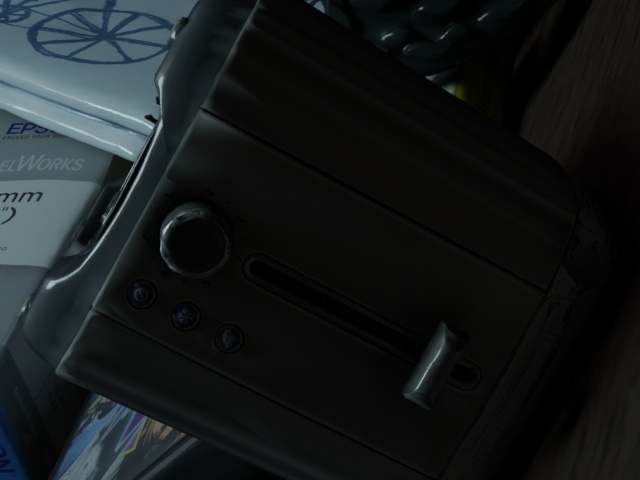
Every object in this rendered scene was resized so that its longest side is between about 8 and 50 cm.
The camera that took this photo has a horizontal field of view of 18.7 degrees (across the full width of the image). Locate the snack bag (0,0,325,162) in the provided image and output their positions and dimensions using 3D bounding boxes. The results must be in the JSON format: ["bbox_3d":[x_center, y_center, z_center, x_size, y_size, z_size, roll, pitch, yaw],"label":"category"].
[{"bbox_3d":[-0.112,-0.157,1.222,0.342,0.323,0.037,-32,-48,-45],"label":"snack bag"}]

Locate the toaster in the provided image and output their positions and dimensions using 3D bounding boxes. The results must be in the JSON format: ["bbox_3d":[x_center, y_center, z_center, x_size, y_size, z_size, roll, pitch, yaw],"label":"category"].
[{"bbox_3d":[0.000,0.000,0.623,0.129,0.146,0.227,-60,6,7],"label":"toaster"}]

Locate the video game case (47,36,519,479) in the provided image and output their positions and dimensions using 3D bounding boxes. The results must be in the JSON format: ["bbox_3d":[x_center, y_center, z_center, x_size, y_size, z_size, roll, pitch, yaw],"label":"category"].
[{"bbox_3d":[-0.026,0.035,0.894,0.275,0.035,0.248,-40,16,27],"label":"video game case"}]

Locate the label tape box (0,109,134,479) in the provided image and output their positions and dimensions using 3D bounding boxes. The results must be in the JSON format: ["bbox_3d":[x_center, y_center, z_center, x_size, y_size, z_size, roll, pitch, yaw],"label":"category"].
[{"bbox_3d":[-0.136,0.057,1.168,0.347,0.115,0.249,-65,-33,-45],"label":"label tape box"}]

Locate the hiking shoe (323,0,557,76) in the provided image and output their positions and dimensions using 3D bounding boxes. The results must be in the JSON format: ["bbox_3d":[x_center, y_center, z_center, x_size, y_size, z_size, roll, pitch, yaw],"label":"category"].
[{"bbox_3d":[0.106,-0.186,0.920,0.304,0.113,0.132,-53,-5,-14],"label":"hiking shoe"}]
